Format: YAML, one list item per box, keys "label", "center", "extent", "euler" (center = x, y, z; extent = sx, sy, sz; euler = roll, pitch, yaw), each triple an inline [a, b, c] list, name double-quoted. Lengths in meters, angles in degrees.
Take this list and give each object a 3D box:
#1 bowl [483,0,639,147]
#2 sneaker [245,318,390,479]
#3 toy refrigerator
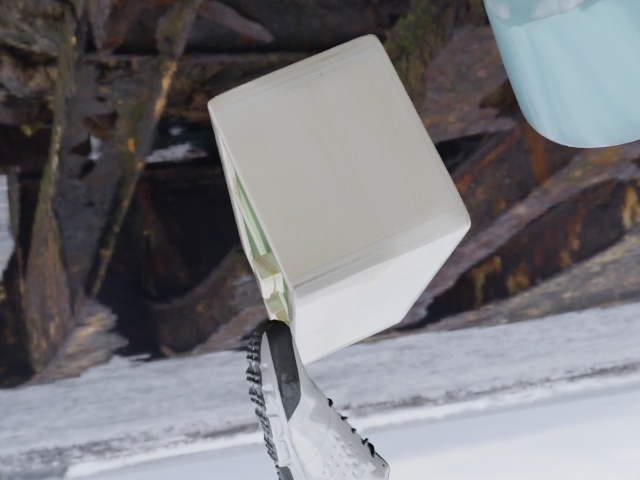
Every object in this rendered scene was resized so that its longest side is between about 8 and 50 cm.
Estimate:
- label: "bowl"
  center: [0.285, -0.263, 0.851]
  extent: [0.311, 0.312, 0.163]
  euler: [-20, 135, 40]
- label: "sneaker"
  center: [0.001, 0.081, 0.340]
  extent: [0.043, 0.109, 0.040]
  euler: [-18, -176, -10]
- label: "toy refrigerator"
  center: [0.000, 0.000, 0.504]
  extent: [0.094, 0.102, 0.269]
  euler: [-23, 168, -8]
